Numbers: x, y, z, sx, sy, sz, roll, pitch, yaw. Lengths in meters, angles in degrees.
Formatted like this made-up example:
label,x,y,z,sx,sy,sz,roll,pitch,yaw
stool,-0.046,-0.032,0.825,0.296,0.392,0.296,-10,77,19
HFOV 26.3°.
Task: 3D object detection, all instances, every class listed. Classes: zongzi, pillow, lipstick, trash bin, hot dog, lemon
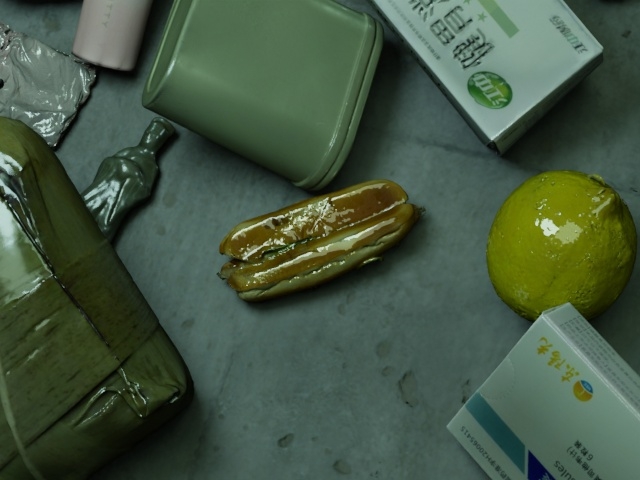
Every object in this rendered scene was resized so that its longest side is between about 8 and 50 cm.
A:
label,x,y,z,sx,sy,sz,roll,pitch,yaw
zongzi,-0.452,0.098,1.549,0.467,0.218,0.500,-31,92,-6
pillow,-0.424,-0.224,1.816,0.248,0.049,0.135,27,71,12
lipstick,-0.239,-0.385,1.750,0.087,0.087,0.327,20,105,14
trash bin,-0.070,-0.212,1.672,0.247,0.121,0.243,23,71,-21
hot dog,0.000,0.000,1.669,0.269,0.072,0.109,-18,70,2
lemon,0.278,0.007,1.568,0.173,0.206,0.173,18,40,-16

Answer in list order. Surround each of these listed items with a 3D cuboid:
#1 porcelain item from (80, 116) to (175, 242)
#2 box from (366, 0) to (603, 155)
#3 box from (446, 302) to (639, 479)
label,x,y,z,sx,sy,sz,roll,pitch,yaw
porcelain item,-0.254,-0.068,1.733,0.081,0.069,0.215,30,71,21
box,0.175,-0.282,1.655,0.173,0.145,0.333,-40,88,6
box,0.314,0.259,1.478,0.343,0.065,0.200,48,124,20
